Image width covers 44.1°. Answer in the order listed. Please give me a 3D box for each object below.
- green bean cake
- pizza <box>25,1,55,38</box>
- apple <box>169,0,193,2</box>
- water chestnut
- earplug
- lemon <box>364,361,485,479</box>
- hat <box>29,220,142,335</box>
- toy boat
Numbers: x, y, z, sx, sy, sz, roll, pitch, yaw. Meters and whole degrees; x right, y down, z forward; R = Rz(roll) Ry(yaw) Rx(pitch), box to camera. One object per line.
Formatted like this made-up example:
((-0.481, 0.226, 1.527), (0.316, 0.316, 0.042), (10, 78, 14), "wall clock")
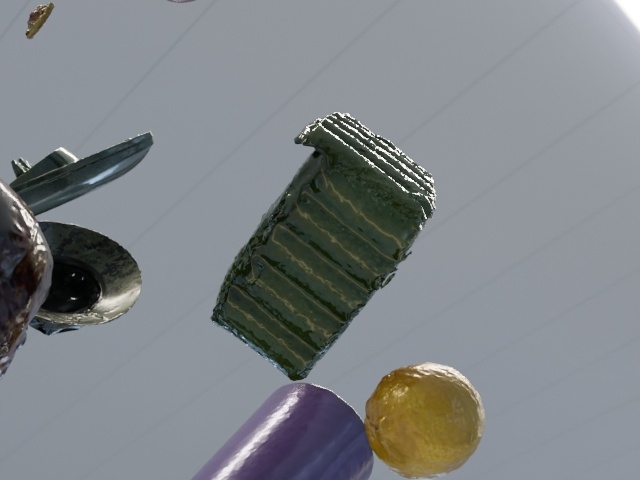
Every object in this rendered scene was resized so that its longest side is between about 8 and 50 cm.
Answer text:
((0.000, 0.000, 1.138), (0.218, 0.335, 0.319), (38, -73, 3), "green bean cake")
((-0.551, -0.427, 1.524), (0.025, 0.078, 0.083), (36, -97, -41), "pizza")
((-0.224, -0.491, 1.271), (0.199, 0.199, 0.199), (-1, -47, -1), "apple")
((-0.443, 0.040, 0.868), (0.289, 0.289, 0.244), (4, -15, -5), "water chestnut")
((-0.111, 0.398, 1.143), (0.215, 0.456, 0.215), (10, -68, 27), "earplug")
((0.132, 0.221, 0.983), (0.187, 0.142, 0.142), (-11, -30, -51), "lemon")
((-0.447, 0.088, 1.353), (0.266, 0.265, 0.128), (20, -54, -19), "hat")
((-0.409, -0.101, 1.224), (0.320, 0.141, 0.092), (-23, -79, -4), "toy boat")
